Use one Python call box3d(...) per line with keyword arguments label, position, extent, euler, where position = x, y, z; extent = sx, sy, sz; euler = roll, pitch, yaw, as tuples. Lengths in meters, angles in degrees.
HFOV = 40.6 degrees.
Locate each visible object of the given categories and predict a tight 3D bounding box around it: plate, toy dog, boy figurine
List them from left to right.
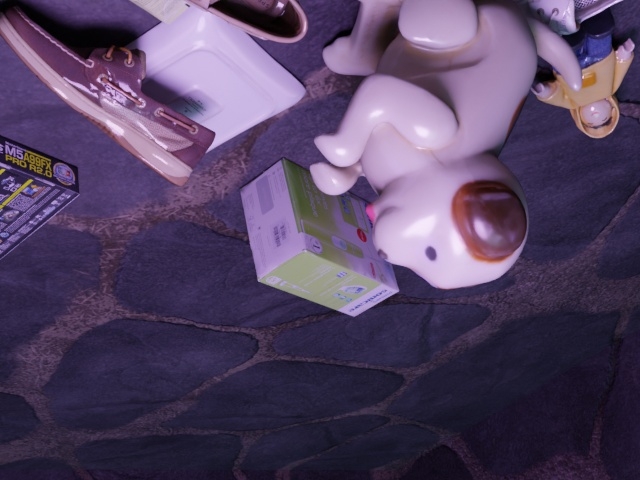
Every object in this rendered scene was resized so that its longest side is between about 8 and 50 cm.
box3d(label="plate", position=(-0.200, -0.221, 1.344), extent=(0.278, 0.045, 0.277), euler=(-26, 148, 21))
box3d(label="toy dog", position=(0.171, -0.131, 1.214), extent=(0.395, 0.408, 0.284), euler=(5, 160, -15))
box3d(label="boy figurine", position=(0.443, -0.274, 1.463), extent=(0.177, 0.092, 0.285), euler=(-22, 145, 9))

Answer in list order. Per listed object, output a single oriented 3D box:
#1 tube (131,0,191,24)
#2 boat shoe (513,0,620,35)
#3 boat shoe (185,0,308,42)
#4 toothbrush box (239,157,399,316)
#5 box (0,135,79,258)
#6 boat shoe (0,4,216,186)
box3d(label="tube", position=(-0.253, -0.350, 1.106), extent=(0.070, 0.062, 0.240), euler=(17, 178, 41))
box3d(label="boat shoe", position=(0.356, -0.352, 1.290), extent=(0.277, 0.096, 0.098), euler=(-24, 151, 20))
box3d(label="boat shoe", position=(-0.139, -0.349, 1.063), extent=(0.341, 0.110, 0.122), euler=(19, 116, -47))
box3d(label="toothbrush box", position=(0.000, 0.000, 1.627), extent=(0.122, 0.206, 0.283), euler=(-32, 144, 27))
box3d(label="box", position=(-0.569, -0.068, 1.437), extent=(0.270, 0.060, 0.216), euler=(-33, 144, 29))
box3d(label="boat shoe", position=(-0.290, -0.221, 1.213), extent=(0.342, 0.123, 0.123), euler=(40, 88, -24))
